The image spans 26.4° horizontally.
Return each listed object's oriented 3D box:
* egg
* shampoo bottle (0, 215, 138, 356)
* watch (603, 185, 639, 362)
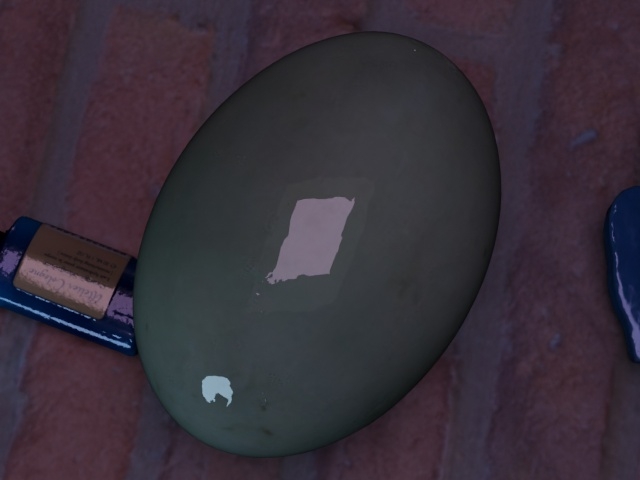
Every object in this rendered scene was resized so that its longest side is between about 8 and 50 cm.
[{"bbox_3d":[0.000,0.000,1.149,0.276,0.276,0.389,29,74,5],"label":"egg"},{"bbox_3d":[-0.237,0.035,1.248,0.183,0.050,0.087,21,79,3],"label":"shampoo bottle"},{"bbox_3d":[0.386,-0.026,1.171,0.241,0.274,0.305,2,80,-1],"label":"watch"}]
